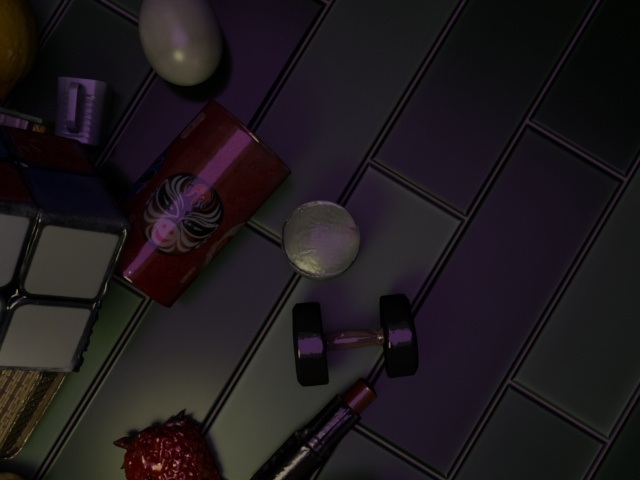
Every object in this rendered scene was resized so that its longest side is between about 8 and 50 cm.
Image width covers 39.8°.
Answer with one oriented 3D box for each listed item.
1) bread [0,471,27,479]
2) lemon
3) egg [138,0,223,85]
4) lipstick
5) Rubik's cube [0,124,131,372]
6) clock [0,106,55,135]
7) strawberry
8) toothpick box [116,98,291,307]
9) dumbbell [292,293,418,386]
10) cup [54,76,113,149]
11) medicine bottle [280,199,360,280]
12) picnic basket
[{"bbox_3d":[-0.653,0.472,1.614,0.267,0.130,0.152,18,96,2],"label":"bread"},{"bbox_3d":[-0.639,-0.396,1.613,0.263,0.236,0.236,43,88,-19],"label":"lemon"},{"bbox_3d":[-0.262,-0.390,1.644,0.151,0.151,0.209,-18,81,0],"label":"egg"},{"bbox_3d":[-0.011,0.373,1.632,0.299,0.081,0.081,-45,87,-1],"label":"lipstick"},{"bbox_3d":[-0.540,0.006,1.453,0.313,0.318,0.316,8,115,-37],"label":"Rubik's cube"},{"bbox_3d":[-0.641,-0.133,1.665,0.219,0.106,0.255,17,92,3],"label":"clock"},{"bbox_3d":[-0.274,0.447,1.622,0.174,0.098,0.228,-23,86,0],"label":"strawberry"},{"bbox_3d":[-0.235,-0.067,1.601,0.204,0.204,0.333,42,87,3],"label":"toothpick box"},{"bbox_3d":[0.061,0.181,1.607,0.218,0.152,0.153,-6,87,0],"label":"dumbbell"},{"bbox_3d":[-0.447,-0.242,1.651,0.095,0.128,0.130,5,89,-1],"label":"cup"},{"bbox_3d":[0.000,0.000,1.622,0.147,0.143,0.148,0,86,1],"label":"medicine bottle"},{"bbox_3d":[-0.643,0.237,1.591,0.312,0.175,0.228,32,93,2],"label":"picnic basket"}]
